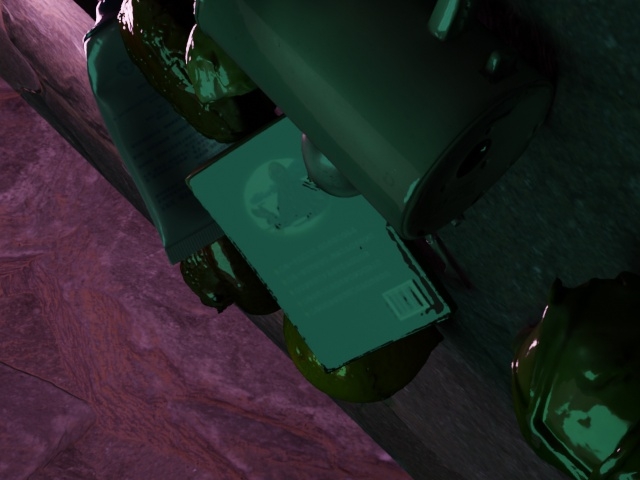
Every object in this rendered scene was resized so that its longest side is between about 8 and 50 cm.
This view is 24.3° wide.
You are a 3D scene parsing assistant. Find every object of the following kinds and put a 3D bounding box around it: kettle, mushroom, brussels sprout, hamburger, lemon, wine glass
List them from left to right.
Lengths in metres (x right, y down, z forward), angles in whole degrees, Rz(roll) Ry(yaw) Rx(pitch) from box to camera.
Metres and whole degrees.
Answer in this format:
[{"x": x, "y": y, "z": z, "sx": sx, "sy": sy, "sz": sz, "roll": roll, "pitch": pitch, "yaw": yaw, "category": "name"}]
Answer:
[{"x": -0.180, "y": -0.267, "z": 2.158, "sx": 0.309, "sy": 0.132, "sz": 0.211, "roll": 50, "pitch": 170, "yaw": -2, "category": "hamburger"}, {"x": -0.145, "y": -0.011, "z": 2.475, "sx": 0.345, "sy": 0.259, "sz": 0.345, "roll": 63, "pitch": -171, "yaw": -18, "category": "mushroom"}, {"x": -0.113, "y": -0.256, "z": 1.934, "sx": 0.151, "sy": 0.149, "sz": 0.122, "roll": -1, "pitch": 114, "yaw": 54, "category": "brussels sprout"}, {"x": 0.039, "y": -0.132, "z": 1.822, "sx": 0.126, "sy": 0.126, "sz": 0.241, "roll": 47, "pitch": 165, "yaw": 7, "category": "wine glass"}, {"x": 0.055, "y": 0.141, "z": 2.370, "sx": 0.253, "sy": 0.228, "sz": 0.228, "roll": 22, "pitch": 152, "yaw": 48, "category": "lemon"}, {"x": 0.047, "y": -0.190, "z": 1.433, "sx": 0.318, "sy": 0.205, "sz": 0.265, "roll": 47, "pitch": 171, "yaw": 19, "category": "kettle"}, {"x": 0.321, "y": 0.159, "z": 1.489, "sx": 0.259, "sy": 0.227, "sz": 0.294, "roll": 43, "pitch": -166, "yaw": 21, "category": "brussels sprout"}]

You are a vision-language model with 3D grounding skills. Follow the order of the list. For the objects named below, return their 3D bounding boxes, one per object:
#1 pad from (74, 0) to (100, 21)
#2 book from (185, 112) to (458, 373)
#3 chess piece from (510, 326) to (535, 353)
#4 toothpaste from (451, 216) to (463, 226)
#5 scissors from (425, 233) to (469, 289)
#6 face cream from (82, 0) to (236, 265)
[{"x": -0.402, "y": -0.442, "z": 2.651, "sx": 0.375, "sy": 0.063, "sz": 0.315, "roll": 44, "pitch": 172, "yaw": -36, "category": "pad"}, {"x": 0.000, "y": 0.000, "z": 2.151, "sx": 0.260, "sy": 0.043, "sz": 0.371, "roll": -28, "pitch": 101, "yaw": 36, "category": "book"}, {"x": 0.309, "y": 0.171, "z": 1.894, "sx": 0.137, "sy": 0.137, "sz": 0.301, "roll": 49, "pitch": -179, "yaw": -3, "category": "chess piece"}, {"x": 0.154, "y": -0.051, "z": 1.938, "sx": 0.083, "sy": 0.015, "sz": 0.024, "roll": 49, "pitch": 171, "yaw": 25, "category": "toothpaste"}, {"x": 0.151, "y": -0.003, "z": 2.082, "sx": 0.212, "sy": 0.021, "sz": 0.110, "roll": 55, "pitch": 169, "yaw": -25, "category": "scissors"}, {"x": -0.234, "y": -0.199, "z": 2.316, "sx": 0.420, "sy": 0.234, "sz": 0.137, "roll": 62, "pitch": -164, "yaw": 10, "category": "face cream"}]
